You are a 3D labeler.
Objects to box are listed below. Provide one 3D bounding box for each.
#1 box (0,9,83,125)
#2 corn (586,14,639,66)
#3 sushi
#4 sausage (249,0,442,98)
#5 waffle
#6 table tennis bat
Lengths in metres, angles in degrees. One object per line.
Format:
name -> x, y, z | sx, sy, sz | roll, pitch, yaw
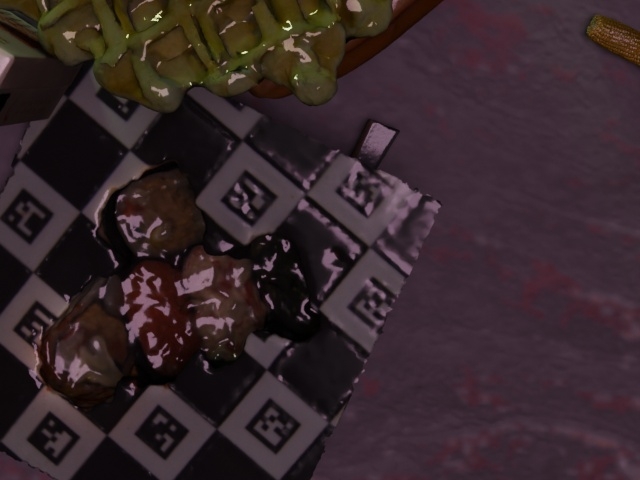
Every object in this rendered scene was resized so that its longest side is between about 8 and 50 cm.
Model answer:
box -> -0.253, -0.138, 0.873 | 0.141, 0.201, 0.058 | 33, 97, -1
corn -> 0.257, -0.160, 1.043 | 0.083, 0.027, 0.028 | 25, 82, -11
sushi -> -0.111, 0.047, 1.014 | 0.320, 0.069, 0.339 | 24, 98, 5
sausage -> 0.026, -0.201, 0.943 | 0.241, 0.136, 0.120 | -39, 105, 2
waffle -> -0.064, -0.232, 0.858 | 0.297, 0.073, 0.317 | 21, 75, 18
table tennis bat -> 0.000, 0.000, 1.047 | 0.130, 0.019, 0.220 | 26, 99, -12
